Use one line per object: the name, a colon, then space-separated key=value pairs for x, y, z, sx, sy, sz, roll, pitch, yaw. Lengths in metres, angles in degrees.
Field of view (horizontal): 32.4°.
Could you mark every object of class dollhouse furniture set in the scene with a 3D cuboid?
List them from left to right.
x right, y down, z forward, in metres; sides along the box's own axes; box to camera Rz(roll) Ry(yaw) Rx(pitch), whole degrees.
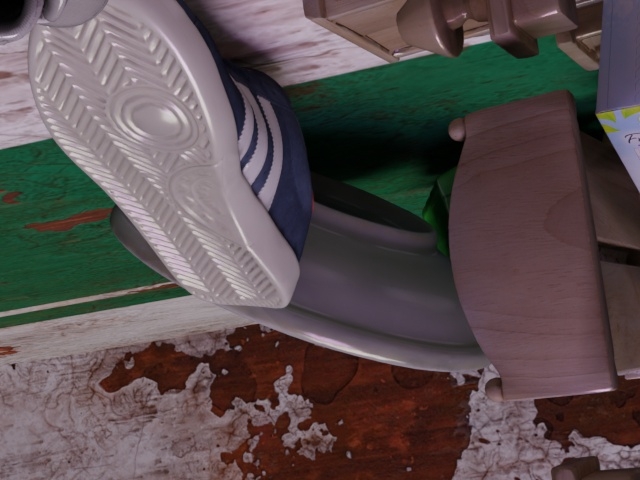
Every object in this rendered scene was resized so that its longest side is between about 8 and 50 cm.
dollhouse furniture set: x=0.114 y=-0.009 z=0.659 sx=0.173 sy=0.356 sz=0.303 roll=-11 pitch=170 yaw=28

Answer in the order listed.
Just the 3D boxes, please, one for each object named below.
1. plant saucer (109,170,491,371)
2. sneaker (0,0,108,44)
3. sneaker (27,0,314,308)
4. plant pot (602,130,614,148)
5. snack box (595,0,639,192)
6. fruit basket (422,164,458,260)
plant saucer: x=0.000 y=0.000 z=1.081 sx=0.400 sy=0.101 sz=0.400 roll=20 pitch=-170 yaw=-4
sneaker: x=-0.140 y=-0.129 z=0.476 sx=0.099 sy=0.121 sz=0.262 roll=-7 pitch=170 yaw=-1
sneaker: x=-0.088 y=-0.093 z=0.777 sx=0.131 sy=0.148 sz=0.350 roll=6 pitch=150 yaw=16
plant pot: x=0.335 y=-0.079 z=0.903 sx=0.237 sy=0.237 sz=0.254 roll=-6 pitch=-177 yaw=-7
snack box: x=0.219 y=-0.091 z=0.614 sx=0.070 sy=0.175 sz=0.207 roll=-7 pitch=150 yaw=32
fruit basket: x=0.297 y=-0.037 z=1.209 sx=0.353 sy=0.166 sz=0.327 roll=-11 pitch=170 yaw=-3
